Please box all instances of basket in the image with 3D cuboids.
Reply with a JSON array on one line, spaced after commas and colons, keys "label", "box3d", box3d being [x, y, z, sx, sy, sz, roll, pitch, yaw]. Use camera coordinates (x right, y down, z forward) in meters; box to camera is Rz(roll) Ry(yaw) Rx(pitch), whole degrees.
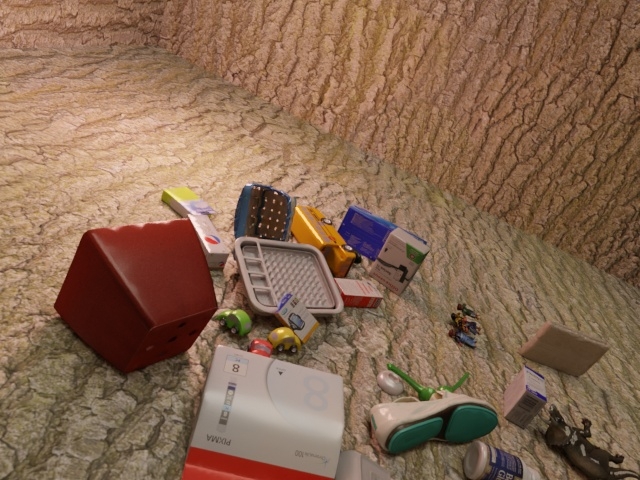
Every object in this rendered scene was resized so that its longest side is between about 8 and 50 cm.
[{"label": "basket", "box3d": [-0.203, -0.067, 1.663, 0.201, 0.255, 0.289, 16, 10, 12]}]

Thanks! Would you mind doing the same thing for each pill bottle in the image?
[{"label": "pill bottle", "box3d": [0.454, 0.576, 1.226, 0.169, 0.094, 0.094, 24, 26, -4]}]

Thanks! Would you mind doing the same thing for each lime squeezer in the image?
[{"label": "lime squeezer", "box3d": [0.330, 0.426, 1.429, 0.310, 0.059, 0.110, 12, 31, -26]}]

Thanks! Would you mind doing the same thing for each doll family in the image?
[{"label": "doll family", "box3d": [0.528, 0.312, 1.809, 0.111, 0.076, 0.193, 28, 29, -7]}]

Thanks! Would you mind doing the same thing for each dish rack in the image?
[{"label": "dish rack", "box3d": [-0.107, 0.126, 1.530, 0.332, 0.072, 0.286, 6, 44, -35]}]

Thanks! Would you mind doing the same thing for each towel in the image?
[{"label": "towel", "box3d": [0.922, 0.408, 1.857, 0.282, 0.187, 0.049, 22, 30, -10]}]

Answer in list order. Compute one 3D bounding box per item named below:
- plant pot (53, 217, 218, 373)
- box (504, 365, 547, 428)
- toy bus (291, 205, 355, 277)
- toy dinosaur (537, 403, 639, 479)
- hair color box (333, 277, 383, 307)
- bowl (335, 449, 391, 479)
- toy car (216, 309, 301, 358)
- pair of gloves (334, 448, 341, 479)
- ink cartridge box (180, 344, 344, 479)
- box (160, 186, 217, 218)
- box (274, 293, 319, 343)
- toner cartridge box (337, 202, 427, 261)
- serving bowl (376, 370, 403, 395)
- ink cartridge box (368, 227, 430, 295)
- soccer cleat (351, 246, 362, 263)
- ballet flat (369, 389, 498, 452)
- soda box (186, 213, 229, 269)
[{"label": "plant pot", "box3d": [-0.392, 0.135, 1.116, 0.236, 0.267, 0.267, 50, 33, 20]}, {"label": "box", "box3d": [0.633, 0.484, 1.522, 0.072, 0.126, 0.137, 29, 26, 9]}, {"label": "toy bus", "box3d": [0.000, 0.000, 1.863, 0.130, 0.108, 0.333, 6, 32, -35]}, {"label": "toy dinosaur", "box3d": [0.783, 0.628, 1.444, 0.160, 0.121, 0.313, -13, 50, -36]}, {"label": "hair color box", "box3d": [0.123, 0.183, 1.702, 0.167, 0.053, 0.093, 7, 30, -31]}, {"label": "bowl", "box3d": [0.100, 0.514, 1.026, 0.142, 0.053, 0.142, 39, 21, -15]}, {"label": "toy car", "box3d": [-0.176, 0.238, 1.292, 0.225, 0.053, 0.239, 29, 13, 20]}, {"label": "pair of gloves", "box3d": [-0.039, 0.459, 1.080, 0.159, 0.023, 0.198, -7, 42, -49]}, {"label": "ink cartridge box", "box3d": [-0.106, 0.408, 0.997, 0.308, 0.091, 0.385, 18, 30, -10]}, {"label": "box", "box3d": [-0.467, -0.125, 1.747, 0.178, 0.042, 0.109, 38, 29, 22]}, {"label": "box", "box3d": [-0.071, 0.217, 1.391, 0.136, 0.028, 0.081, 51, 52, -10]}, {"label": "toner cartridge box", "box3d": [0.245, 0.000, 2.025, 0.347, 0.165, 0.075, 29, 25, 5]}, {"label": "serving bowl", "box3d": [0.203, 0.401, 1.400, 0.083, 0.027, 0.083, 21, 26, -10]}, {"label": "ink cartridge box", "box3d": [0.298, 0.082, 1.873, 0.153, 0.208, 0.087, 34, 30, 18]}, {"label": "soccer cleat", "box3d": [0.089, 0.042, 1.935, 0.072, 0.060, 0.179, -14, 39, -40]}, {"label": "ballet flat", "box3d": [0.298, 0.454, 1.288, 0.400, 0.139, 0.139, 4, 33, -31]}, {"label": "soda box", "box3d": [-0.369, 0.003, 1.570, 0.073, 0.069, 0.216, 3, 34, -38]}]
